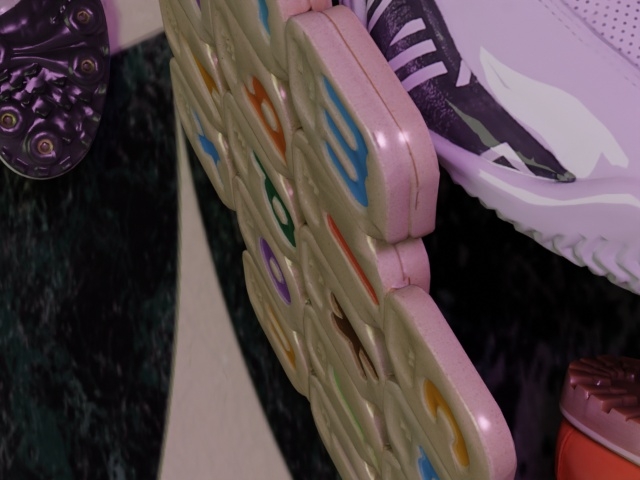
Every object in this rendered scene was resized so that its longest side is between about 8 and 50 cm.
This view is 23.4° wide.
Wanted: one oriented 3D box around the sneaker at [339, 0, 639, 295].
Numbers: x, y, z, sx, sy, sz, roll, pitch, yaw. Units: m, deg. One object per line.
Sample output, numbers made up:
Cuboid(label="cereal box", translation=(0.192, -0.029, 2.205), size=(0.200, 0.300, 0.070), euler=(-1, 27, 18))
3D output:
Cuboid(label="sneaker", translation=(0.089, -0.163, 0.490), size=(0.210, 0.137, 0.366), euler=(-54, 50, 39))

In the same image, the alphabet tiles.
Cuboid(label="alphabet tiles", translation=(0.000, 0.000, 0.582), size=(0.284, 0.021, 0.278), euler=(88, 156, -57))

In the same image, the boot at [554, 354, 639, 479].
Cuboid(label="boot", translation=(0.135, 0.109, 0.518), size=(0.158, 0.059, 0.084), euler=(37, 122, 52))

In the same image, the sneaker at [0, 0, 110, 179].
Cuboid(label="sneaker", translation=(-0.173, -0.142, 0.856), size=(0.086, 0.085, 0.237), euler=(127, 127, -70))
